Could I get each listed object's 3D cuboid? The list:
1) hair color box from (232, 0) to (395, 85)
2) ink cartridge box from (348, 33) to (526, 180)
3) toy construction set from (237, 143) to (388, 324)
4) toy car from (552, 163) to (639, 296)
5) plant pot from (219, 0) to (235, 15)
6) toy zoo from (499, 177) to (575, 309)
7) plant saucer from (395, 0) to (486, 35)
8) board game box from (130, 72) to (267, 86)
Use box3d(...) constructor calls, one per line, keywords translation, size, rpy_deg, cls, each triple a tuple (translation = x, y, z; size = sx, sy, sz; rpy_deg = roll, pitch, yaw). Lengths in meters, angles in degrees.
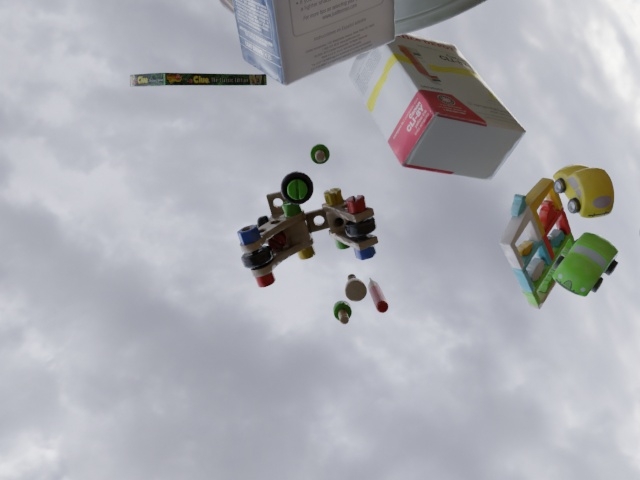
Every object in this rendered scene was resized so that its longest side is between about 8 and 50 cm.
box3d(translation=(-0.018, -0.367, 0.679), size=(0.174, 0.347, 0.105), rpy_deg=(-29, -134, -23), cls="hair color box")
box3d(translation=(0.270, -0.341, 1.537), size=(0.279, 0.160, 0.385), rpy_deg=(3, -136, -29), cls="ink cartridge box")
box3d(translation=(0.000, 0.000, 1.220), size=(0.309, 0.257, 0.237), rpy_deg=(48, -172, -13), cls="toy construction set")
box3d(translation=(0.388, -0.009, 0.837), size=(0.239, 0.053, 0.225), rpy_deg=(35, -126, 25), cls="toy car")
box3d(translation=(-0.144, -0.675, 1.766), size=(0.215, 0.215, 0.230), rpy_deg=(-10, -128, -41), cls="plant pot")
box3d(translation=(0.486, -0.003, 1.403), size=(0.192, 0.030, 0.293), rpy_deg=(-51, -49, -18), cls="toy zoo")
box3d(translation=(0.206, -0.515, 1.151), size=(0.100, 0.400, 0.400), rpy_deg=(59, -137, -32), cls="plant saucer")
box3d(translation=(-0.255, -0.341, 1.340), size=(0.259, 0.136, 0.030), rpy_deg=(-14, -74, -45), cls="board game box")
